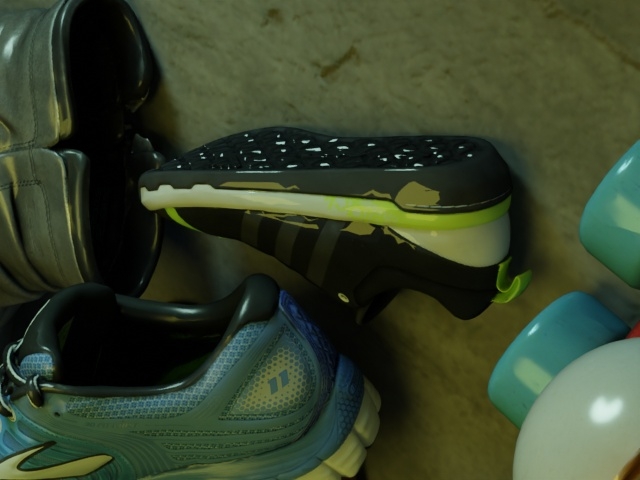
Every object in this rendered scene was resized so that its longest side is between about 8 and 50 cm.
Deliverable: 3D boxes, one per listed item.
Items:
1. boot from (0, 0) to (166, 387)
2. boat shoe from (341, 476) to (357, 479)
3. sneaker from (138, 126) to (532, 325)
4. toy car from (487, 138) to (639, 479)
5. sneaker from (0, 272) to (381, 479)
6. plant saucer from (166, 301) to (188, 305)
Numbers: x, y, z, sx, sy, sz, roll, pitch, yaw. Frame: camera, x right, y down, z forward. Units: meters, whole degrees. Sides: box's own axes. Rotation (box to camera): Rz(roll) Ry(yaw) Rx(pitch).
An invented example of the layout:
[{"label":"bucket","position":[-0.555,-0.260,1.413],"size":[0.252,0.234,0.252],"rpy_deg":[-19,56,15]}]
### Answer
[{"label":"boot","position":[-0.189,0.024,1.169],"size":[0.222,0.118,0.338],"rpy_deg":[6,108,39]},{"label":"boat shoe","position":[-0.009,0.212,1.136],"size":[0.073,0.073,0.207],"rpy_deg":[5,104,42]},{"label":"sneaker","position":[0.000,0.000,1.024],"size":[0.234,0.084,0.097],"rpy_deg":[5,113,40]},{"label":"toy car","position":[0.144,0.103,0.833],"size":[0.219,0.238,0.210],"rpy_deg":[42,131,21]},{"label":"sneaker","position":[-0.140,0.093,1.084],"size":[0.330,0.130,0.147],"rpy_deg":[-19,119,16]},{"label":"plant saucer","position":[-0.078,0.076,1.175],"size":[0.083,0.013,0.084],"rpy_deg":[18,120,35]}]
